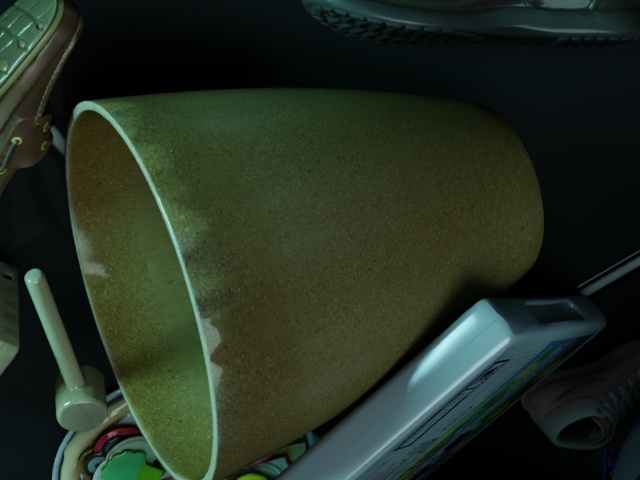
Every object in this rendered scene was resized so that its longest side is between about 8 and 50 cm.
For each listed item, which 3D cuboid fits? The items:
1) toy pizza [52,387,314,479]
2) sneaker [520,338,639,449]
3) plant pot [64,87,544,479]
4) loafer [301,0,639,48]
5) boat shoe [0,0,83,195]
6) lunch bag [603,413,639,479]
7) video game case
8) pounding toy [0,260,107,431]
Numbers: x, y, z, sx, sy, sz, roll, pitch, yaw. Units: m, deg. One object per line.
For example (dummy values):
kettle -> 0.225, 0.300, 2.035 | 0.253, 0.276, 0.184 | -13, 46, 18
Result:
toy pizza -> -0.101, 0.180, 1.075 | 0.201, 0.032, 0.201 | -7, 125, -10
sneaker -> 0.229, 0.123, 1.100 | 0.134, 0.070, 0.051 | -17, 124, -4
plant pot -> 0.000, 0.000, 0.882 | 0.254, 0.237, 0.237 | -17, 128, -23
loafer -> 0.095, -0.161, 0.876 | 0.220, 0.080, 0.078 | 1, 91, -14
boat shoe -> -0.190, -0.077, 0.858 | 0.060, 0.064, 0.178 | 23, 122, -33
lunch bag -> 0.341, 0.234, 0.902 | 0.385, 0.328, 0.239 | -8, 122, 31
video game case -> 0.039, 0.152, 0.979 | 0.329, 0.036, 0.300 | -43, 164, 15
pounding toy -> -0.232, 0.055, 0.911 | 0.206, 0.094, 0.181 | 26, 118, -29
